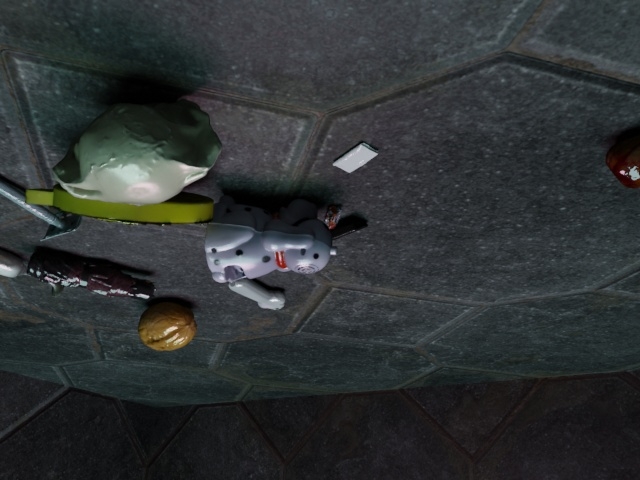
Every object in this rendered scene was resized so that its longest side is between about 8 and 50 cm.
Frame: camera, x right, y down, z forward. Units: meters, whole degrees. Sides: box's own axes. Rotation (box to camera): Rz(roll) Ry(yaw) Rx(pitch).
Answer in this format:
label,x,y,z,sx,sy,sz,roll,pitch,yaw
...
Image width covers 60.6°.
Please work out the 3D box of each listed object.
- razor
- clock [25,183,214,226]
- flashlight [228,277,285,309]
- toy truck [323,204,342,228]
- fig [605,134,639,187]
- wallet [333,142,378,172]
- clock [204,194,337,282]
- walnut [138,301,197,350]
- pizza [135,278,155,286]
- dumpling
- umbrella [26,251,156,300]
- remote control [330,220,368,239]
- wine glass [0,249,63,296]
label,x,y,z,sx,sy,sz,roll,pitch,yaw
razor,-0.630,-0.084,1.150,0.106,0.068,0.232,-13,144,27
clock,-0.339,-0.084,0.999,0.294,0.071,0.277,9,-171,4
flashlight,-0.183,0.147,1.575,0.093,0.047,0.200,-19,144,34
toy truck,0.026,-0.049,1.197,0.032,0.024,0.083,-18,157,-19
fig,0.545,-0.149,0.913,0.089,0.088,0.125,26,122,-38
wallet,0.064,-0.151,1.006,0.044,0.011,0.083,21,147,-33
clock,-0.091,0.001,1.139,0.254,0.188,0.189,-1,153,10
walnut,-0.483,0.270,1.727,0.207,0.159,0.159,-10,151,34
pizza,-0.520,0.123,1.589,0.083,0.016,0.037,13,152,-13
dumpling,-0.285,-0.148,0.848,0.258,0.193,0.147,-15,148,-2
umbrella,-0.603,0.098,1.462,0.326,0.094,0.090,16,177,-23
remote control,0.000,0.000,1.276,0.245,0.025,0.063,-21,174,36
wine glass,-0.812,0.076,1.463,0.074,0.074,0.262,-15,146,30
